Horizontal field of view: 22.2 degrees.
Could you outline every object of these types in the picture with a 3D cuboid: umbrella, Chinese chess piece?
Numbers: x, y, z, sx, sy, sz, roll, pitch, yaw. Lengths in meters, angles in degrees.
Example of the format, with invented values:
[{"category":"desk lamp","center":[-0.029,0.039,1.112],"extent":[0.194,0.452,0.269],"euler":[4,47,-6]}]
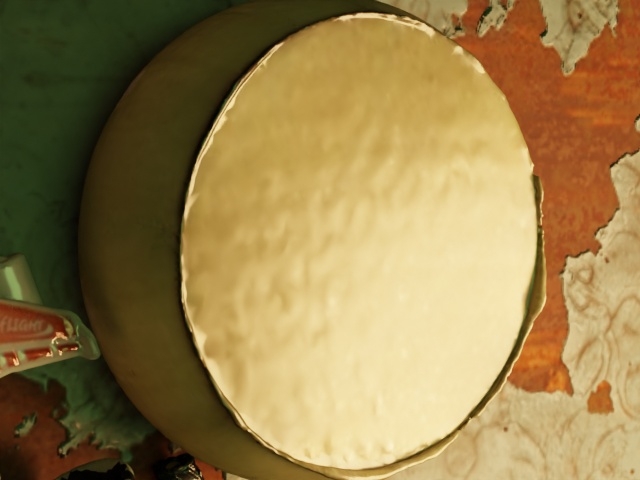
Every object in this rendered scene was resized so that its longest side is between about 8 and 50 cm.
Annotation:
[{"category":"umbrella","center":[-0.075,0.212,1.137],"extent":[0.037,0.040,0.144],"euler":[-42,119,-41]},{"category":"Chinese chess piece","center":[0.000,0.000,1.116],"extent":[0.338,0.140,0.338],"euler":[-2,93,-38]}]

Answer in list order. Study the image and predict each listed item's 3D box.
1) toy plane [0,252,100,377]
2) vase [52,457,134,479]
[{"category":"toy plane","center":[-0.242,0.103,0.948],"extent":[0.252,0.118,0.252],"euler":[4,82,-34]},{"category":"vase","center":[-0.068,0.309,1.085],"extent":[0.165,0.165,0.360],"euler":[-47,116,-25]}]
